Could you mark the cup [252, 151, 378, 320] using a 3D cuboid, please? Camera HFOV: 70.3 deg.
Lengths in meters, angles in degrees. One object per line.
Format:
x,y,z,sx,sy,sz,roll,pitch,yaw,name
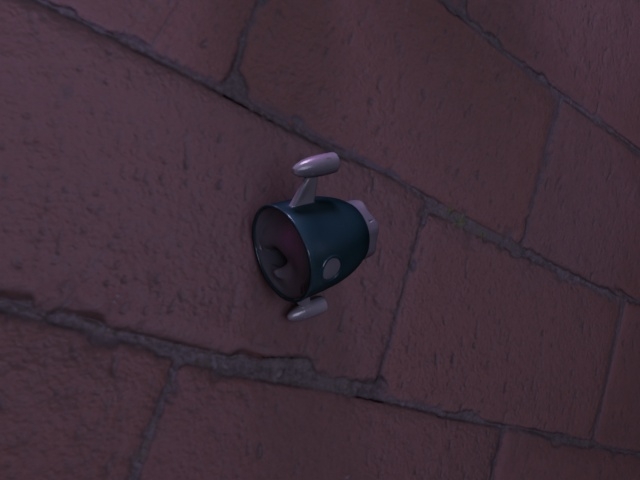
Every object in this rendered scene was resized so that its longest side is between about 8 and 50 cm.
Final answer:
0.000,0.000,0.759,0.173,0.167,0.300,-18,126,-35,cup
